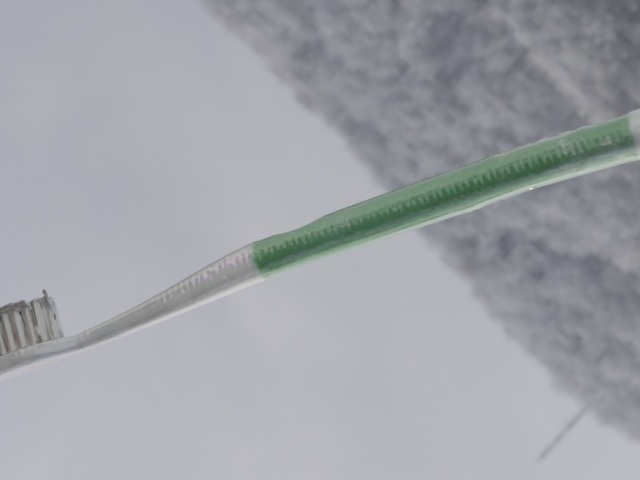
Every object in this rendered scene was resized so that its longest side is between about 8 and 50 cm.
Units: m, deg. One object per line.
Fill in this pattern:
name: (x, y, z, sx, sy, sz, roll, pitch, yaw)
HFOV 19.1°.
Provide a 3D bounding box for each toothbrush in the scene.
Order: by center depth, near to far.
toothbrush: (0.000, 0.000, 0.584, 0.018, 0.257, 0.024, 11, -118, -73)
